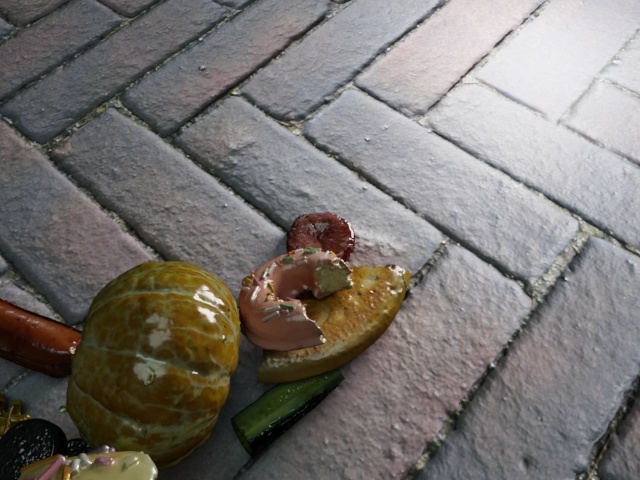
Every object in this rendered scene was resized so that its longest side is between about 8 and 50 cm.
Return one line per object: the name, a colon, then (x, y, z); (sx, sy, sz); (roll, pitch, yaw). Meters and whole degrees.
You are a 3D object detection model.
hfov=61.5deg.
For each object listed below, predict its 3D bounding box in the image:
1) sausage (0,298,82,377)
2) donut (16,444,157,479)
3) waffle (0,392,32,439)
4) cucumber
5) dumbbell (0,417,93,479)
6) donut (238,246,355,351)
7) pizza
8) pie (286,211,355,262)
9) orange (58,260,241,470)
sausage: (-0.585, 0.174, 1.016); (0.330, 0.102, 0.102); (19, 62, 12)
donut: (-0.287, 0.410, 0.725); (0.307, 0.371, 0.150); (-17, 45, 9)
waffle: (-0.603, 0.380, 0.920); (0.231, 0.051, 0.228); (-37, 64, -19)
cucumber: (-0.051, 0.291, 0.955); (0.211, 0.062, 0.078); (-30, 45, -25)
dumbbell: (-0.419, 0.351, 0.848); (0.100, 0.191, 0.100); (-1, 59, 1)
donut: (-0.056, 0.096, 0.965); (0.198, 0.085, 0.233); (1, 35, 23)
pizza: (0.022, 0.145, 1.014); (0.365, 0.074, 0.182); (-36, 49, -26)
pie: (0.000, 0.000, 1.133); (0.153, 0.038, 0.154); (-2, 59, 3)
orange: (-0.263, 0.192, 0.861); (0.248, 0.329, 0.330); (11, 58, -17)
